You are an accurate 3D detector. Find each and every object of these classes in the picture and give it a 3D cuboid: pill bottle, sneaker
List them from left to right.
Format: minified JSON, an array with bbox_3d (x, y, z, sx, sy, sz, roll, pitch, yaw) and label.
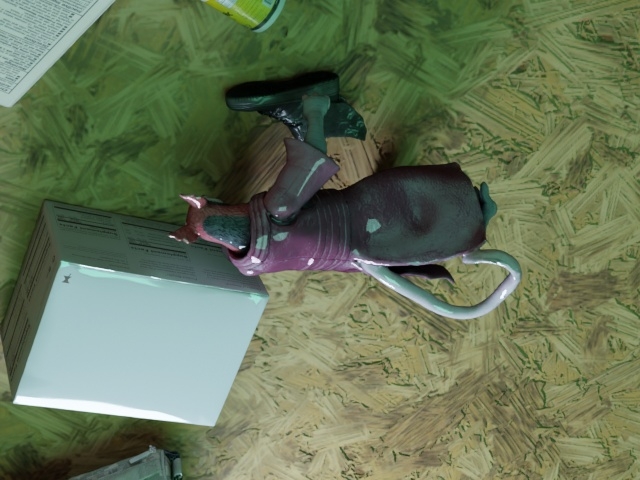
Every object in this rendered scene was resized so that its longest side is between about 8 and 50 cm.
[{"bbox_3d":[-0.100,-0.284,1.378,0.116,0.065,0.065,28,108,-32],"label":"pill bottle"},{"bbox_3d":[-0.028,-0.150,1.499,0.170,0.051,0.089,-13,122,-16],"label":"sneaker"}]

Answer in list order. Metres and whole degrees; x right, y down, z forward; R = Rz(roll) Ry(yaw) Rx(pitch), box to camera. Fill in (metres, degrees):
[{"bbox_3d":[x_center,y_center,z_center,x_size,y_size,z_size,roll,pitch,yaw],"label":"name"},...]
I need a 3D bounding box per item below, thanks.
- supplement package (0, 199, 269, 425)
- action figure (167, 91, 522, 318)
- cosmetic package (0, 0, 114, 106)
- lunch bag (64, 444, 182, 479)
[{"bbox_3d":[-0.230,0.093,1.519,0.262,0.145,0.204,11,116,-26],"label":"supplement package"},{"bbox_3d":[0.000,0.000,1.446,0.370,0.276,0.248,-3,144,-28],"label":"action figure"},{"bbox_3d":[-0.292,-0.263,1.185,0.153,0.129,0.296,22,148,-31],"label":"cosmetic package"},{"bbox_3d":[-0.306,0.426,1.660,0.305,0.212,0.256,-17,126,-11],"label":"lunch bag"}]
